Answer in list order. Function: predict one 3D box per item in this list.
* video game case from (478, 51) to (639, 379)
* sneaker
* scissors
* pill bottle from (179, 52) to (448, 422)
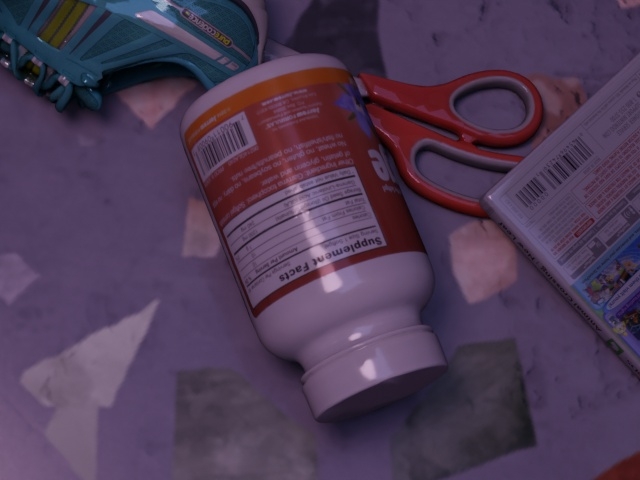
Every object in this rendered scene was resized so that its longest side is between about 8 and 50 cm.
[{"bbox_3d":[0.245,-0.024,1.315,0.212,0.023,0.193,-42,87,-16],"label":"video game case"},{"bbox_3d":[-0.173,-0.140,1.281,0.275,0.107,0.110,4,89,1],"label":"sneaker"},{"bbox_3d":[0.015,-0.094,1.325,0.297,0.021,0.109,15,73,-3],"label":"scissors"},{"bbox_3d":[0.000,0.000,1.241,0.121,0.121,0.216,-19,76,-11],"label":"pill bottle"}]
